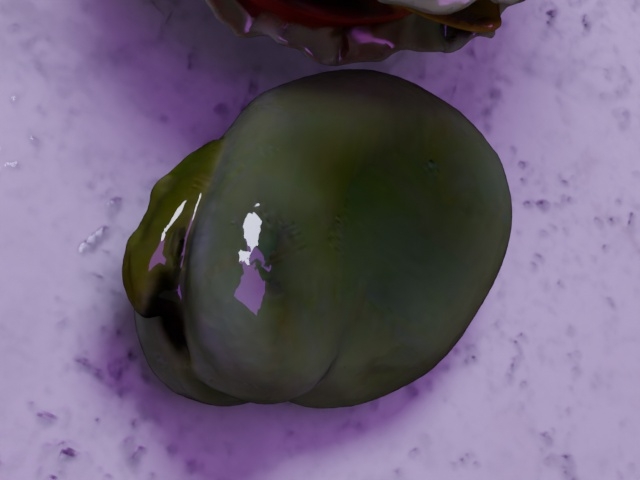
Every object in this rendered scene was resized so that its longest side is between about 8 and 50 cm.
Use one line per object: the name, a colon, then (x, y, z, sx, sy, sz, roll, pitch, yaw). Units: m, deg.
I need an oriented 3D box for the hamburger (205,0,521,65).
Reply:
hamburger: (0.018, -0.221, 0.952, 0.274, 0.212, 0.274, 7, 74, -25)

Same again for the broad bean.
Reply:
broad bean: (0.000, 0.000, 0.938, 0.228, 0.100, 0.169, -7, 90, -40)
